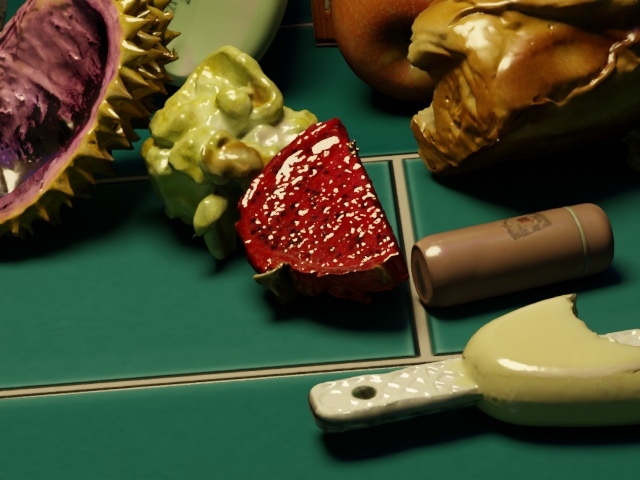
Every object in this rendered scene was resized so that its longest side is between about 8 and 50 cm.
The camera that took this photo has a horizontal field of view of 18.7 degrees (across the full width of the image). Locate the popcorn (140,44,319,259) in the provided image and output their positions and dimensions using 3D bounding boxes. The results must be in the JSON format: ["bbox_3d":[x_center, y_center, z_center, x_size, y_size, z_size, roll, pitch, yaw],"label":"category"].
[{"bbox_3d":[-0.068,-0.061,1.481,0.141,0.162,0.135,5,-21,-43],"label":"popcorn"}]

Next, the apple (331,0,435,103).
[{"bbox_3d":[0.104,-0.207,1.673,0.181,0.181,0.168,3,37,15],"label":"apple"}]

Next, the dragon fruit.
[{"bbox_3d":[0.000,0.000,1.390,0.106,0.083,0.162,-25,49,1],"label":"dragon fruit"}]

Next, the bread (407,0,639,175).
[{"bbox_3d":[0.231,-0.164,1.534,0.344,0.149,0.195,-15,-8,-21],"label":"bread"}]

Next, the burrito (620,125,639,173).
[{"bbox_3d":[0.325,-0.086,1.546,0.185,0.041,0.045,-12,57,-13],"label":"burrito"}]

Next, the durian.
[{"bbox_3d":[-0.205,-0.097,1.525,0.260,0.154,0.186,-42,-10,21],"label":"durian"}]

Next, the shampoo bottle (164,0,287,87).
[{"bbox_3d":[-0.095,-0.276,1.810,0.151,0.222,0.349,14,22,-4],"label":"shampoo bottle"}]

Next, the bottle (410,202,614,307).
[{"bbox_3d":[0.135,0.010,1.366,0.140,0.053,0.053,-11,27,-14],"label":"bottle"}]

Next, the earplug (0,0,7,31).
[{"bbox_3d":[-0.408,-0.277,1.917,0.185,0.185,0.324,-9,22,-8],"label":"earplug"}]

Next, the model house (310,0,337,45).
[{"bbox_3d":[0.098,-0.245,1.839,0.219,0.136,0.207,4,0,11],"label":"model house"}]

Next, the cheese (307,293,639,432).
[{"bbox_3d":[0.109,0.087,1.220,0.235,0.050,0.127,-12,30,-10],"label":"cheese"}]
